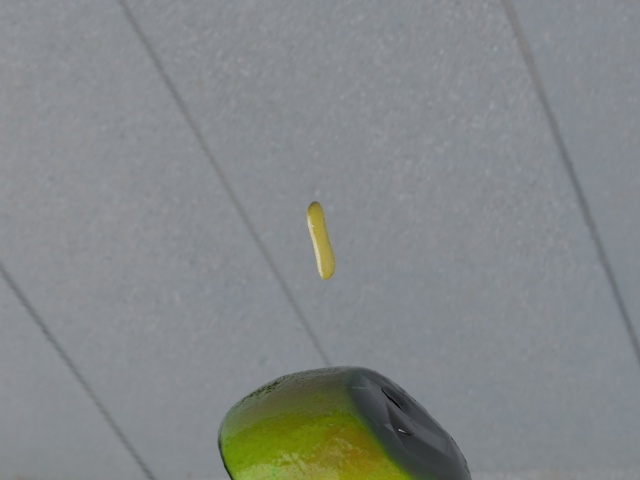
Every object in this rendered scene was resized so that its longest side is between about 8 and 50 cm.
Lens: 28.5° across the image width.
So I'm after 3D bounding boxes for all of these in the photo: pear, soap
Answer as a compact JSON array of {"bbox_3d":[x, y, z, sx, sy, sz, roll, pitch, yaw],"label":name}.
[{"bbox_3d":[0.068,0.299,1.726,0.399,0.399,0.165,34,108,-9],"label":"pear"},{"bbox_3d":[0.000,0.000,1.366,0.012,0.034,0.089,-1,112,30],"label":"soap"}]
